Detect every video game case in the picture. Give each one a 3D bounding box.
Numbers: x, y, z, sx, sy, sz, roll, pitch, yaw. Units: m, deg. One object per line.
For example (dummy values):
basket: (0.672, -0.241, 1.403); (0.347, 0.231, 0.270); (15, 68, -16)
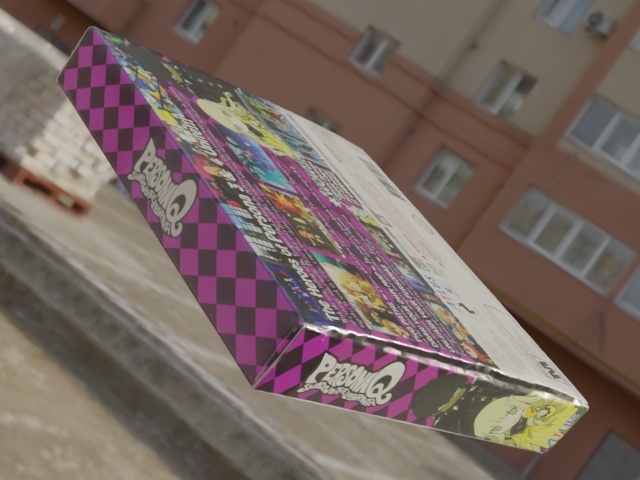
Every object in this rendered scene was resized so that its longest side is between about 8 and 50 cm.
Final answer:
video game case: (0.000, 0.000, 0.593); (0.210, 0.042, 0.232); (20, 24, -45)
